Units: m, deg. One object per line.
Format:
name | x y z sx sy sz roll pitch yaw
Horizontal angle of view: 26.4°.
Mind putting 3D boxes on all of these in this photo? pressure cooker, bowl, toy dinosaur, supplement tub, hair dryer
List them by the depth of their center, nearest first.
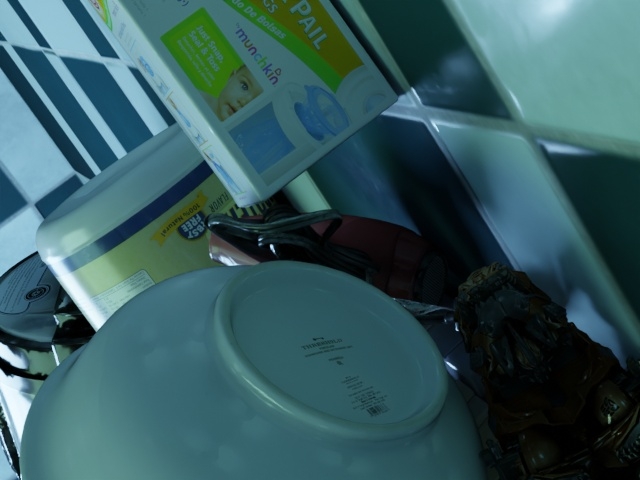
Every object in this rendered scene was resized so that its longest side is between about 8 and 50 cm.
bowl | -0.016 0.106 0.803 0.298 0.298 0.134 46 128 30
toy dinosaur | 0.193 0.158 0.817 0.322 0.164 0.218 36 -173 -11
hair dryer | 0.000 0.000 0.974 0.223 0.080 0.293 24 168 -22
supplement tub | -0.116 0.055 1.405 0.316 0.228 0.228 55 169 -13
pressure cooker | -0.221 0.149 1.710 0.370 0.375 0.420 21 132 48

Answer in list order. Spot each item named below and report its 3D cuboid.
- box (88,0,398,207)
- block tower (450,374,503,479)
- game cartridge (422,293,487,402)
box | -0.061 -0.136 0.882 0.203 0.114 0.103 53 170 -7
block tower | 0.170 0.226 0.953 0.335 0.091 0.097 37 155 16
game cartridge | 0.149 0.173 1.147 0.355 0.068 0.230 59 171 -32
